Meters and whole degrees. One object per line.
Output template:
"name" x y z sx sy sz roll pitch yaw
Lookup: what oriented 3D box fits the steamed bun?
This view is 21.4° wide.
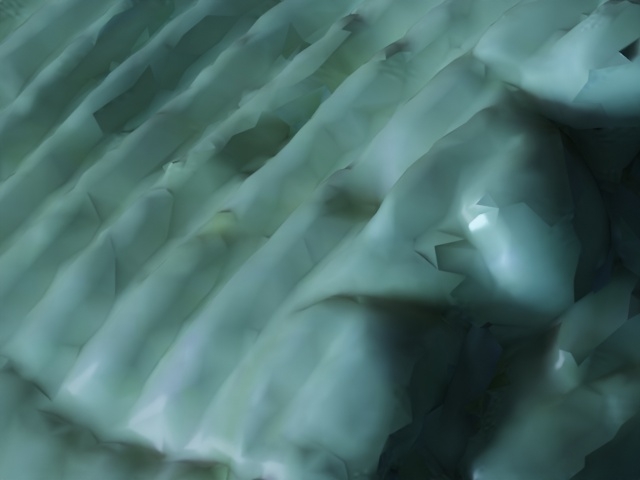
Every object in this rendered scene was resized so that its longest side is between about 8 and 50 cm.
"steamed bun" 0.000 0.000 0.488 0.352 0.247 0.339 22 61 35
